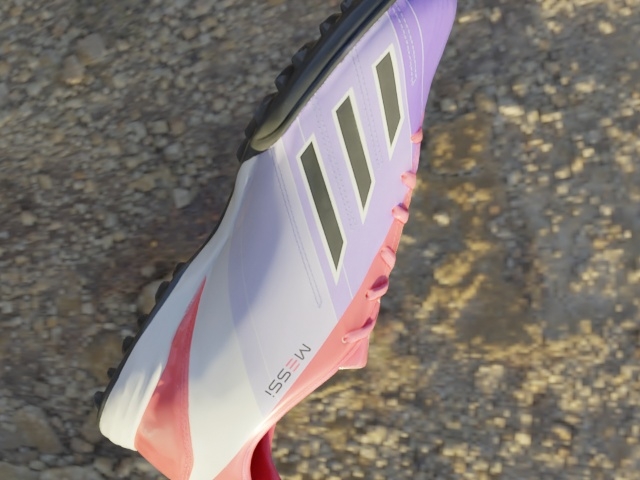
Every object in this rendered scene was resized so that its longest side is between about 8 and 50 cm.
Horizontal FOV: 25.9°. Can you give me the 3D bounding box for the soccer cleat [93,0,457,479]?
[{"bbox_3d":[0.000,0.000,0.734,0.116,0.108,0.318,33,106,7],"label":"soccer cleat"}]
